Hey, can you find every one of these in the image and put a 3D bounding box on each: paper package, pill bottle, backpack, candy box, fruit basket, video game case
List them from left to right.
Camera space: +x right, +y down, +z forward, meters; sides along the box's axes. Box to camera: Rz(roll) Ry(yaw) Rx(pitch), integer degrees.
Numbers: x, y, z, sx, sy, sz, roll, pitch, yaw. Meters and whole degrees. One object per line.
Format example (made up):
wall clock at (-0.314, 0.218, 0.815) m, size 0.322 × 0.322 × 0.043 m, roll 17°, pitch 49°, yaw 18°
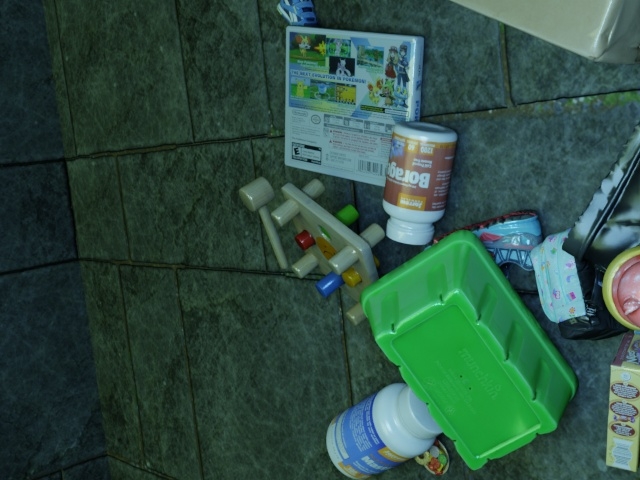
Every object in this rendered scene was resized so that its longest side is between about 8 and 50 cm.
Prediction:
video game case at (0.059, -0.274, 1.771) m, size 0.329 × 0.036 × 0.300 m, roll 16°, pitch 113°, yaw 37°
pill bottle at (0.143, 0.382, 1.786) m, size 0.272 × 0.152 × 0.152 m, roll -41°, pitch 69°, yaw 46°
pill bottle at (0.182, -0.108, 1.640) m, size 0.121 × 0.121 × 0.216 m, roll 24°, pitch 114°, yaw 43°
fruit basket at (0.249, 0.181, 1.560) m, size 0.283 × 0.392 × 0.392 m, roll -33°, pitch 72°, yaw 19°
paper package at (0.373, -0.464, 1.308) m, size 0.325 × 0.168 × 0.310 m, roll 36°, pitch 123°, yaw 38°
backpack at (0.417, 0.068, 1.410) m, size 0.115 × 0.152 × 0.182 m, roll -25°, pitch 68°, yaw 36°
candy box at (0.488, 0.253, 1.370) m, size 0.053 × 0.109 × 0.187 m, roll 6°, pitch 116°, yaw 29°

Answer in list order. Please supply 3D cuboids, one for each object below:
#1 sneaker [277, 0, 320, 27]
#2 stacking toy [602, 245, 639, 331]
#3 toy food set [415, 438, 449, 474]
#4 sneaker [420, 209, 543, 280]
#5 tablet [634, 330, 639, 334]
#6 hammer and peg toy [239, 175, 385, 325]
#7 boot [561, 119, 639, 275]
sneaker at (-0.040, -0.484, 1.856) m, size 0.144 × 0.053 × 0.059 m, roll 50°, pitch 130°, yaw 26°
stacking toy at (0.551, 0.050, 1.106) m, size 0.279 × 0.130 × 0.309 m, roll 44°, pitch 101°, yaw 12°
toy food set at (0.232, 0.444, 1.801) m, size 0.083 × 0.020 × 0.083 m, roll 45°, pitch 129°, yaw 32°
sneaker at (0.288, 0.033, 1.576) m, size 0.261 × 0.104 × 0.125 m, roll -19°, pitch 88°, yaw 50°
tablet at (0.544, 0.168, 1.393) m, size 0.054 × 0.006 × 0.083 m, roll -47°, pitch 65°, yaw 43°
hammer and peg toy at (0.000, 0.000, 1.813) m, size 0.361 × 0.127 × 0.266 m, roll 39°, pitch 160°, yaw 36°
boot at (0.542, -0.045, 1.242) m, size 0.260 × 0.131 × 0.348 m, roll 37°, pitch 111°, yaw 24°
